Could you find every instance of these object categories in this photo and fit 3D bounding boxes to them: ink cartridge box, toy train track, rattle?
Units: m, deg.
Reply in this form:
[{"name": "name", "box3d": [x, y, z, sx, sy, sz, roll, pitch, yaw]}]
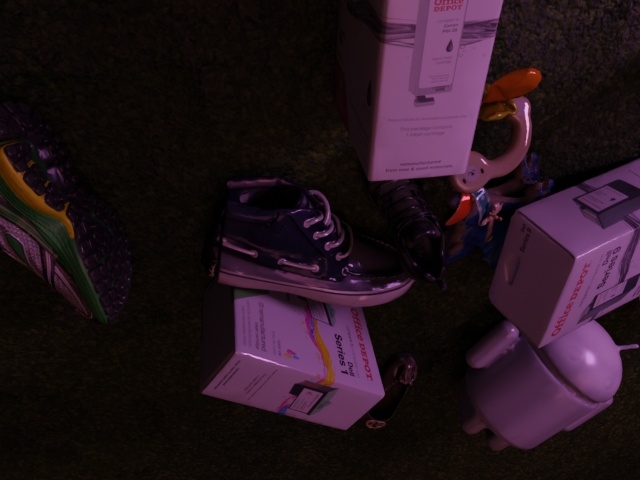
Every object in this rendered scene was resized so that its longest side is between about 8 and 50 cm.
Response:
[{"name": "ink cartridge box", "box3d": [0.091, -0.237, 0.589, 0.117, 0.207, 0.283, -6, 131, -8]}, {"name": "toy train track", "box3d": [0.251, -0.024, 0.807, 0.048, 0.014, 0.083, -39, 148, -21]}, {"name": "ink cartridge box", "box3d": [0.428, 0.016, 0.871, 0.289, 0.121, 0.211, -21, 137, -18]}, {"name": "rattle", "box3d": [0.228, -0.107, 0.731, 0.130, 0.142, 0.200, 18, 93, -26]}, {"name": "ink cartridge box", "box3d": [-0.049, 0.172, 0.923, 0.278, 0.201, 0.117, 24, 123, -28]}]

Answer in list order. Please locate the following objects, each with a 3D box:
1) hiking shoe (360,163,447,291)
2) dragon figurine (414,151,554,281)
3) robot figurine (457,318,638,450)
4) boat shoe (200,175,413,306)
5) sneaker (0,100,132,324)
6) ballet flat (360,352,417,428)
[{"name": "hiking shoe", "box3d": [0.131, -0.040, 0.793, 0.086, 0.114, 0.227, -28, 102, -5]}, {"name": "dragon figurine", "box3d": [0.253, -0.011, 0.897, 0.143, 0.085, 0.289, 8, 127, -16]}, {"name": "robot figurine", "box3d": [0.428, 0.267, 1.096, 0.299, 0.200, 0.353, 34, 119, -17]}, {"name": "boat shoe", "box3d": [0.000, 0.000, 0.830, 0.340, 0.127, 0.158, 4, 136, -14]}, {"name": "sneaker", "box3d": [-0.376, -0.017, 0.765, 0.146, 0.134, 0.344, -15, 123, 12]}, {"name": "ballet flat", "box3d": [0.145, 0.338, 1.200, 0.084, 0.058, 0.250, 9, 128, -17]}]
